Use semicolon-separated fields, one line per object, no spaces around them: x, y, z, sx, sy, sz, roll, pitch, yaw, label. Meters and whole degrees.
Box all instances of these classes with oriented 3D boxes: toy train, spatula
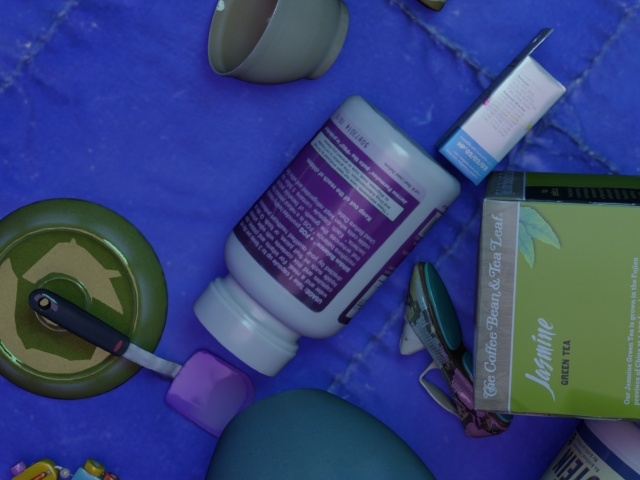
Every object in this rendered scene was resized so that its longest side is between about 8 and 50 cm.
-0.309;0.314;1.855;0.166;0.046;0.125;-6;99;6;toy train
-0.206;0.131;1.802;0.296;0.030;0.084;32;97;-25;spatula

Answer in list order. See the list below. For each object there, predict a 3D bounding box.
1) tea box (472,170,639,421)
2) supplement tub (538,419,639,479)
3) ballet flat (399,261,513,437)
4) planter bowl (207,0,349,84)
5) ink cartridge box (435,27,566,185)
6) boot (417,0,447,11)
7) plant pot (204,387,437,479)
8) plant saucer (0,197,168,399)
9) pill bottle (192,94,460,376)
0.326;0.048;1.645;0.323;0.329;0.220;4;98;8;tea box
0.314;0.368;1.745;0.235;0.235;0.325;34;97;-3;supplement tub
0.141;0.134;1.808;0.079;0.077;0.221;-27;97;24;ballet flat
-0.037;-0.239;1.727;0.109;0.162;0.162;20;98;-27;planter bowl
0.211;-0.150;1.746;0.061;0.104;0.181;42;97;-4;ink cartridge box
0.093;-0.407;1.718;0.262;0.095;0.203;40;98;-9;boot
-0.017;0.281;1.748;0.290;0.290;0.195;-26;61;5;plant pot
-0.299;0.072;1.825;0.241;0.037;0.241;0;98;2;plant saucer
0.000;0.000;1.740;0.169;0.169;0.301;41;96;-4;pill bottle
